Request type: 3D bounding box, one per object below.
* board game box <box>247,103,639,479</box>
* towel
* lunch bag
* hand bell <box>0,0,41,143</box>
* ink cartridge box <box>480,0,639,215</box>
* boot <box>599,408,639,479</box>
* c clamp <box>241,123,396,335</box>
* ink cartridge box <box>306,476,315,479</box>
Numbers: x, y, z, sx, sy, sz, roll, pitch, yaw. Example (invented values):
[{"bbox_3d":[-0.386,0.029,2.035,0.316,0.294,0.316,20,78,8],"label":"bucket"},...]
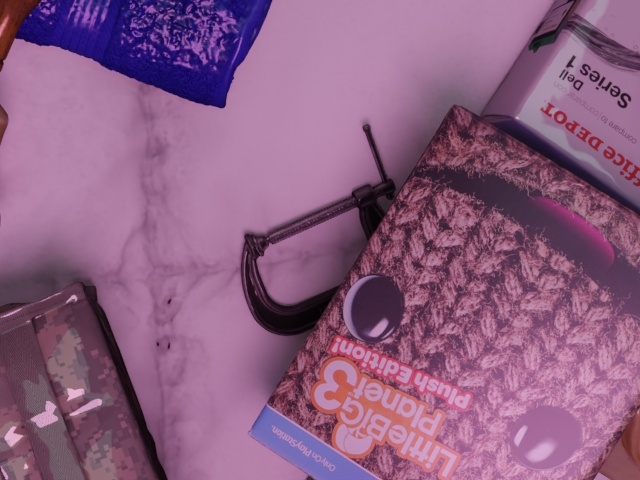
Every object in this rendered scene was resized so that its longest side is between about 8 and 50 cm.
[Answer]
[{"bbox_3d":[0.125,0.082,0.973,0.232,0.141,0.291,32,93,8],"label":"board game box"},{"bbox_3d":[-0.175,-0.254,0.968,0.308,0.076,0.228,18,92,-11],"label":"towel"},{"bbox_3d":[-0.269,0.183,0.945,0.287,0.169,0.235,-20,89,-6],"label":"lunch bag"},{"bbox_3d":[-0.240,-0.140,0.927,0.126,0.126,0.242,28,98,-12],"label":"hand bell"},{"bbox_3d":[0.262,-0.146,1.048,0.160,0.092,0.219,33,89,-11],"label":"ink cartridge box"},{"bbox_3d":[0.339,0.167,1.103,0.211,0.104,0.295,-14,82,-26],"label":"boot"},{"bbox_3d":[0.000,0.000,1.055,0.160,0.022,0.137,-30,105,-7],"label":"c clamp"},{"bbox_3d":[0.060,0.268,0.993,0.154,0.212,0.093,32,90,-12],"label":"ink cartridge box"}]
